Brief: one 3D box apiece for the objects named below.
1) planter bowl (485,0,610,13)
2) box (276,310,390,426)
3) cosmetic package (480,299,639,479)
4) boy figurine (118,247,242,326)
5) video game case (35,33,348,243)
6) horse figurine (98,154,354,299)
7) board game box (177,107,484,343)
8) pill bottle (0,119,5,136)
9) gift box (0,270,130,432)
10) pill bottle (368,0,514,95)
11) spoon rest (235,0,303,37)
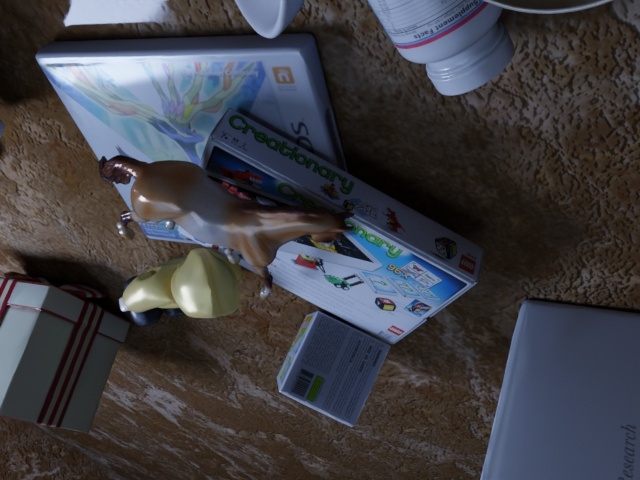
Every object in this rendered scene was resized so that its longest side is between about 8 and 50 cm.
[{"bbox_3d":[0.137,-0.226,0.328,0.162,0.109,0.162,16,143,13],"label":"planter bowl"},{"bbox_3d":[0.010,0.170,0.830,0.103,0.114,0.203,26,170,-1],"label":"box"},{"bbox_3d":[0.403,0.308,0.658,0.394,0.327,0.329,5,140,26],"label":"cosmetic package"},{"bbox_3d":[-0.182,0.063,0.832,0.285,0.177,0.092,-14,91,57],"label":"boy figurine"},{"bbox_3d":[-0.127,-0.096,0.703,0.329,0.036,0.299,7,140,23],"label":"video game case"},{"bbox_3d":[-0.117,-0.023,0.613,0.263,0.066,0.174,27,150,-7],"label":"horse figurine"},{"bbox_3d":[0.000,0.000,0.676,0.305,0.053,0.193,29,144,-6],"label":"board game box"},{"bbox_3d":[-0.509,-0.218,0.647,0.182,0.181,0.322,-1,137,31],"label":"pill bottle"},{"bbox_3d":[-0.539,0.201,1.133,0.255,0.258,0.276,7,160,20],"label":"gift box"},{"bbox_3d":[0.077,-0.188,0.429,0.087,0.087,0.160,-12,131,39],"label":"pill bottle"},{"bbox_3d":[-0.048,-0.266,0.390,0.137,0.084,0.276,57,154,33],"label":"spoon rest"}]
